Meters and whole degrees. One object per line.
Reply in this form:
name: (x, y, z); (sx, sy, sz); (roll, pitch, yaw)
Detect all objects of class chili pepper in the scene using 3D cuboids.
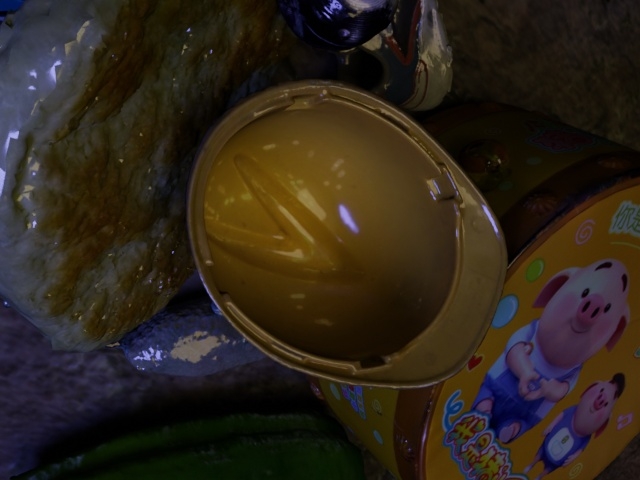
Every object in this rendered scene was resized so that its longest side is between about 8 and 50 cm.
chili pepper: (-0.110, 0.282, 0.779); (0.384, 0.167, 0.213); (2, 111, -32)

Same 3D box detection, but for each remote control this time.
remote control: (0.040, -0.265, 0.549); (0.090, 0.066, 0.266); (16, 87, -31)

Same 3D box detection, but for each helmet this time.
helmet: (0.000, 0.000, 0.609); (0.256, 0.140, 0.205); (30, 76, -21)

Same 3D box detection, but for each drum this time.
drum: (0.197, 0.081, 0.824); (0.431, 0.214, 0.431); (-19, 126, -28)

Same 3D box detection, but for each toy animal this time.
toy animal: (-0.162, 0.081, 0.716); (0.252, 0.070, 0.079); (11, 73, -24)

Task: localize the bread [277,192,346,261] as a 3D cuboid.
bread: (-0.032, -0.022, 0.714); (0.119, 0.084, 0.177); (30, 98, -10)

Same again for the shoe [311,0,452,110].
shoe: (0.035, -0.201, 0.662); (0.125, 0.099, 0.228); (-25, 123, -17)

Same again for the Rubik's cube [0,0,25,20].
Rubik's cube: (-0.259, -0.280, 0.465); (0.249, 0.284, 0.234); (8, 90, -1)

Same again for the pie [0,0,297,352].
pie: (-0.125, -0.083, 0.559); (0.371, 0.078, 0.296); (-63, 164, 7)
